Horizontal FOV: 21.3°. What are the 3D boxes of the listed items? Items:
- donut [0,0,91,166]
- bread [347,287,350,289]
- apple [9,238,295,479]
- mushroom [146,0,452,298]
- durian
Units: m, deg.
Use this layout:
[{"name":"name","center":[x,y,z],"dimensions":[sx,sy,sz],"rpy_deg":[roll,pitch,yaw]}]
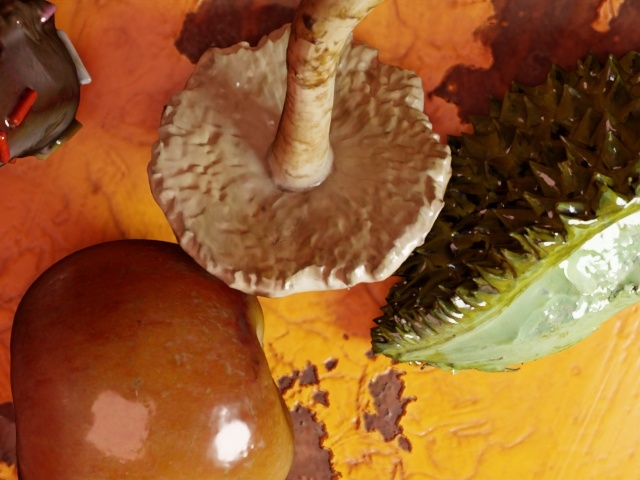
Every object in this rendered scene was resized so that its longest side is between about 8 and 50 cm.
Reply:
[{"name":"donut","center":[-0.331,-0.054,1.289],"dimensions":[0.345,0.259,0.136],"rpy_deg":[-40,94,9]},{"name":"bread","center":[0.000,0.000,1.418],"dimensions":[0.047,0.036,0.083],"rpy_deg":[-5,107,10]},{"name":"apple","center":[-0.132,0.125,1.357],"dimensions":[0.253,0.253,0.254],"rpy_deg":[0,105,0]},{"name":"mushroom","center":[-0.025,-0.118,1.284],"dimensions":[0.233,0.208,0.302],"rpy_deg":[-22,126,-15]},{"name":"durian","center":[0.197,-0.021,1.398],"dimensions":[0.394,0.163,0.198],"rpy_deg":[-37,141,14]}]
